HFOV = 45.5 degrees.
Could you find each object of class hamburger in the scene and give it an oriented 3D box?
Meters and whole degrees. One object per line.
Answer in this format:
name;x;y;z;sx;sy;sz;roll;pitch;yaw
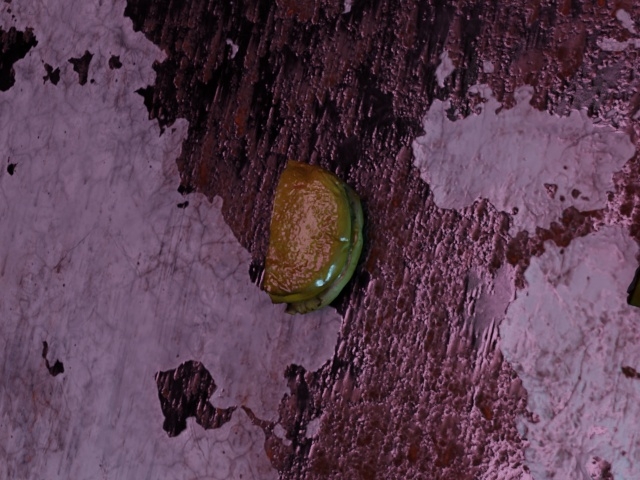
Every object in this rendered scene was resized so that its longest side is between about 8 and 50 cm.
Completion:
hamburger;0.000;0.000;1.383;0.156;0.144;0.283;7;87;20

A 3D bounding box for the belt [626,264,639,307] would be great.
belt;0.536;-0.045;1.040;0.122;0.217;0.339;24;91;24
